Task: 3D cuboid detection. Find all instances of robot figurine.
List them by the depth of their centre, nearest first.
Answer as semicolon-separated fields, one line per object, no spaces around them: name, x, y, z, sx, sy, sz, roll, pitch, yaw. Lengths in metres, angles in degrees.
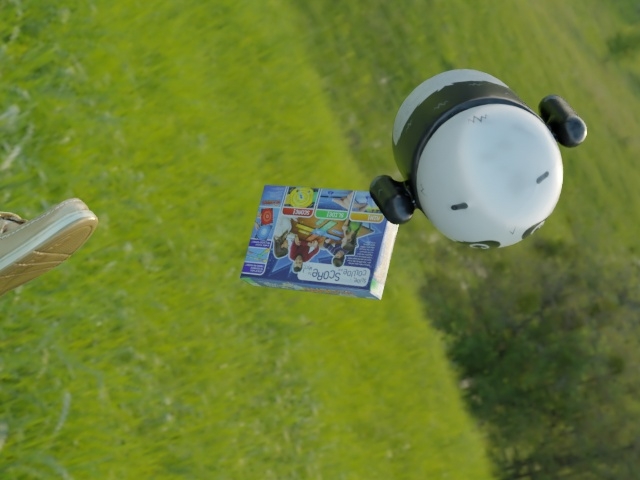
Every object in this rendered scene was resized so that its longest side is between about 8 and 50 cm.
robot figurine;0.178;-0.096;1.453;0.174;0.209;0.278;24;17;-16

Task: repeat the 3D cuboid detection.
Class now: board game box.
board game box;0.000;0.000;1.635;0.035;0.201;0.136;35;65;-54

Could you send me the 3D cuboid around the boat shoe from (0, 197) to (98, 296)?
boat shoe;-0.238;0.008;0.899;0.059;0.170;0.063;63;18;11
